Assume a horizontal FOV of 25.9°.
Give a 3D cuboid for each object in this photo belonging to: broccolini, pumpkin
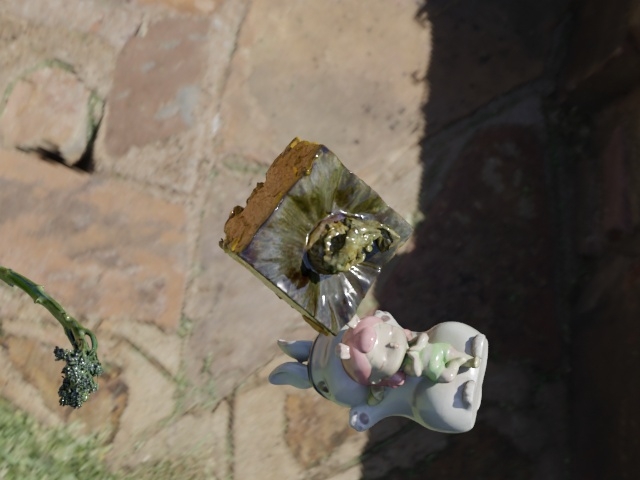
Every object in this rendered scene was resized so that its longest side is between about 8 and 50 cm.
[{"bbox_3d":[-0.239,0.079,1.252,0.052,0.054,0.194,-9,35,-29],"label":"broccolini"},{"bbox_3d":[0.000,0.000,0.700,0.083,0.054,0.074,41,76,-34],"label":"pumpkin"}]

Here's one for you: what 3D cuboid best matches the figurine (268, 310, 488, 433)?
[{"bbox_3d":[0.035,0.071,0.916,0.146,0.098,0.081,12,47,11],"label":"figurine"}]
